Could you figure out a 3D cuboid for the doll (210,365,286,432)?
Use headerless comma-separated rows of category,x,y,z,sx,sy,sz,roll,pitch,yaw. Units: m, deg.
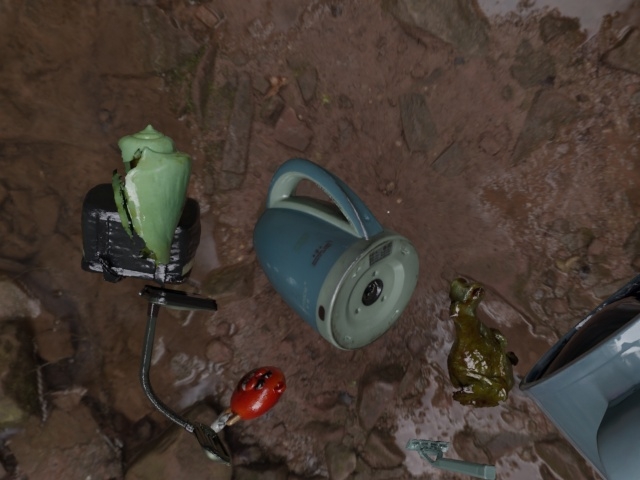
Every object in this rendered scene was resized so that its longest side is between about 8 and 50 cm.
doll,-0.148,0.328,1.326,0.085,0.217,0.183,48,55,-8

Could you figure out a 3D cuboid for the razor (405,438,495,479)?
razor,0.306,0.509,1.441,0.111,0.278,0.056,12,81,-18

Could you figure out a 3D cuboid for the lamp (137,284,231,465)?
lamp,-0.210,0.209,0.986,0.124,0.203,0.283,-6,92,-26

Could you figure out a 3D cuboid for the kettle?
kettle,0.000,0.000,1.269,0.342,0.247,0.320,34,130,38

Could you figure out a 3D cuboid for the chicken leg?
chicken leg,0.344,0.261,1.440,0.140,0.361,0.211,-2,53,36

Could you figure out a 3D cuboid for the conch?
conch,-0.311,-0.079,1.131,0.137,0.143,0.251,12,87,-21

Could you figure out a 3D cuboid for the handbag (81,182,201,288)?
handbag,-0.392,-0.010,1.373,0.254,0.181,0.181,9,119,-9

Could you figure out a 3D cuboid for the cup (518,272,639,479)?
cup,0.373,0.166,0.517,0.257,0.331,0.311,-41,76,5
